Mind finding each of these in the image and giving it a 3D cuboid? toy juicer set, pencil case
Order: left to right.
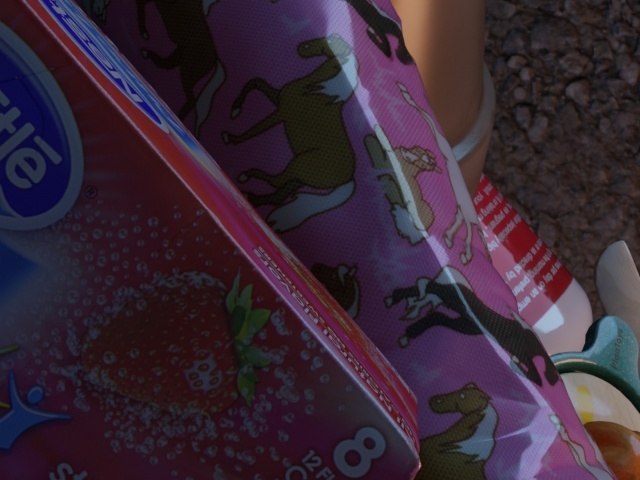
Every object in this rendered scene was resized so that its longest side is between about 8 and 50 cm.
[{"bbox_3d":[0.000,0.000,0.814,0.167,0.160,0.386,15,47,-56],"label":"pencil case"},{"bbox_3d":[0.162,0.155,0.968,0.089,0.329,0.209,-27,-78,46],"label":"toy juicer set"}]

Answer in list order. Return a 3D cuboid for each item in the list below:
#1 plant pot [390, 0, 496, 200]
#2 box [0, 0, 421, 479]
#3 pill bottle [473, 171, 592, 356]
[{"bbox_3d":[-0.027,-0.182,1.110,0.323,0.323,0.280,50,-40,40],"label":"plant pot"},{"bbox_3d":[-0.099,-0.008,0.457,0.257,0.122,0.128,49,3,0],"label":"box"},{"bbox_3d":[0.057,0.043,1.392,0.407,0.229,0.229,49,2,0],"label":"pill bottle"}]
